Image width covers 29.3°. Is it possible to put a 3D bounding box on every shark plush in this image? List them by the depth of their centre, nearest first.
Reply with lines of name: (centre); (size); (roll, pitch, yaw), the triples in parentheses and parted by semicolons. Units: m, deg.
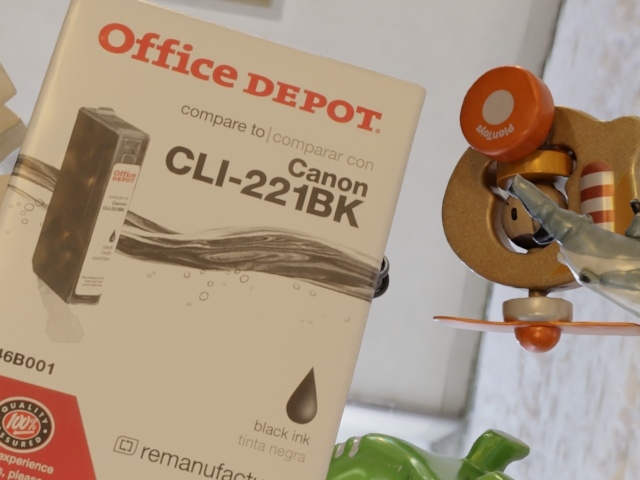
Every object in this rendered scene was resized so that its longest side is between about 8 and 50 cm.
shark plush: (0.194, 0.006, 0.779); (0.067, 0.161, 0.073); (-59, -28, 4)

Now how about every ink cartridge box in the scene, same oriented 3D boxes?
ink cartridge box: (-0.075, 0.025, 0.661); (0.114, 0.197, 0.273); (122, 164, -76)

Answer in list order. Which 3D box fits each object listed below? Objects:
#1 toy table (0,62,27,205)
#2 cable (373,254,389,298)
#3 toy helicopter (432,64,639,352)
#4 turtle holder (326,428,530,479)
toy table: (-0.301, -0.038, 1.056); (0.252, 0.161, 0.274); (41, 159, 44)
cable: (0.000, 0.000, 1.314); (0.047, 0.184, 0.150); (-57, 43, 10)
toy helicopter: (0.242, 0.012, 1.035); (0.140, 0.355, 0.235); (23, -87, -49)
turtle holder: (0.120, 0.278, 0.915); (0.227, 0.320, 0.243); (-63, 18, 5)
